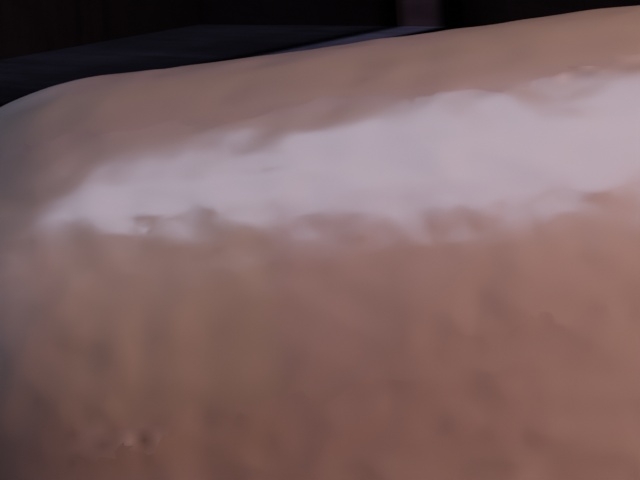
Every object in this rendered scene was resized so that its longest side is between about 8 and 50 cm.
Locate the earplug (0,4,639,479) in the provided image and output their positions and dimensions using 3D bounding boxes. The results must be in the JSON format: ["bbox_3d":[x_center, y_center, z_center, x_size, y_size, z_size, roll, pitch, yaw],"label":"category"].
[{"bbox_3d":[-0.006,0.068,0.698,0.394,0.312,0.312,-4,13,2],"label":"earplug"}]
